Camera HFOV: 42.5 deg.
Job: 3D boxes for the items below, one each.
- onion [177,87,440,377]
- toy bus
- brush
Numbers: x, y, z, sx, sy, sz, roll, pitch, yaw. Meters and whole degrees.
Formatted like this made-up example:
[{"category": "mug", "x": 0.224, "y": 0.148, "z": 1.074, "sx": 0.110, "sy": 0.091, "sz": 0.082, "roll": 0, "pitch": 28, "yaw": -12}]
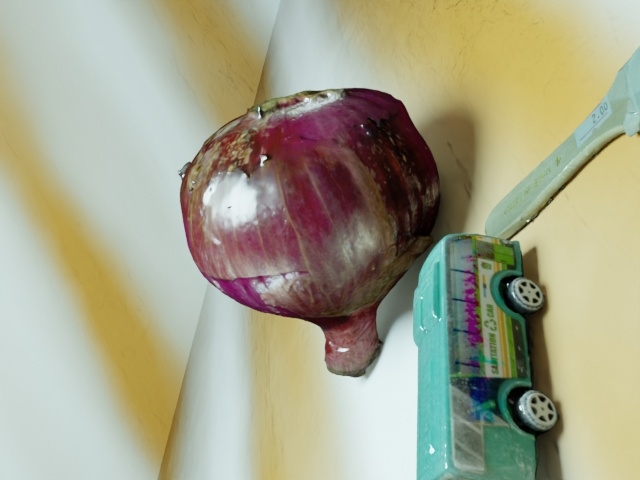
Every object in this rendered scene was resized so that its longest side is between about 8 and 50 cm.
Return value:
[{"category": "onion", "x": 0.000, "y": 0.000, "z": 1.056, "sx": 0.348, "sy": 0.347, "sz": 0.386, "roll": -132, "pitch": 26, "yaw": -72}, {"category": "toy bus", "x": 0.141, "y": 0.111, "z": 0.741, "sx": 0.091, "sy": 0.109, "sz": 0.262, "roll": 117, "pitch": 163, "yaw": -48}, {"category": "brush", "x": 0.245, "y": -0.094, "z": 0.755, "sx": 0.336, "sy": 0.020, "sz": 0.086, "roll": 126, "pitch": 156, "yaw": -48}]
